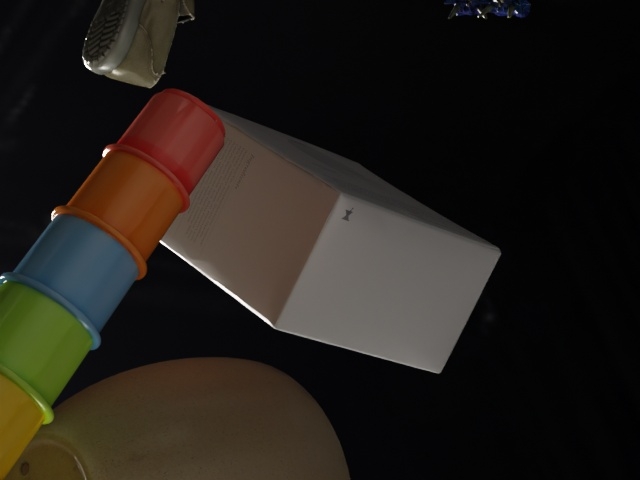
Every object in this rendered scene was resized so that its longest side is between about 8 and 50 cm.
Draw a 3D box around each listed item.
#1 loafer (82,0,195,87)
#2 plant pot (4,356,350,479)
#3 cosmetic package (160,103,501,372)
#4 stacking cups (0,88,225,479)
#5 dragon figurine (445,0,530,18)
[{"bbox_3d":[-0.182,-0.267,1.943,0.094,0.251,0.087,-13,-41,45],"label":"loafer"},{"bbox_3d":[-0.141,0.218,1.357,0.284,0.284,0.191,-40,-35,28],"label":"plant pot"},{"bbox_3d":[0.000,0.000,1.646,0.224,0.224,0.138,18,-80,-44],"label":"cosmetic package"},{"bbox_3d":[-0.167,0.030,1.252,0.316,0.096,0.096,-54,-20,-23],"label":"stacking cups"},{"bbox_3d":[0.115,-0.275,1.461,0.085,0.144,0.289,-4,-15,19],"label":"dragon figurine"}]
